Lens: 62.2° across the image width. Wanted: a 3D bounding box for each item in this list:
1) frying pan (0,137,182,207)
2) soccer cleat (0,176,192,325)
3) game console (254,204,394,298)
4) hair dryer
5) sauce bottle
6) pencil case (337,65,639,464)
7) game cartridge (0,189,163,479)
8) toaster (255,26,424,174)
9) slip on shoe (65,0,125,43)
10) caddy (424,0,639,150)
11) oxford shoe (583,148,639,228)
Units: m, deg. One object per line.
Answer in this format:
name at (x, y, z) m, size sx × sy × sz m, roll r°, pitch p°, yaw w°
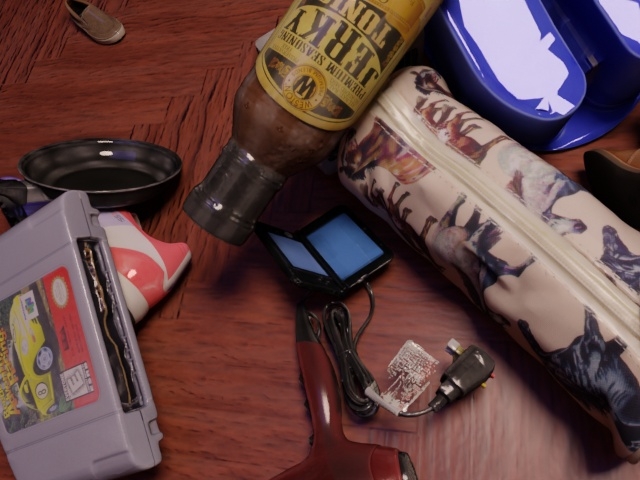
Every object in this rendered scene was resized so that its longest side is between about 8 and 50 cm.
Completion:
frying pan at (-0.300, -0.065, 0.637) m, size 0.197 × 0.053 × 0.326 m, roll 13°, pitch 29°, yaw 11°
soccer cleat at (-0.306, -0.011, 0.689) m, size 0.318 × 0.108 × 0.116 m, roll 29°, pitch 56°, yaw 27°
game console at (0.000, 0.000, 0.593) m, size 0.071 × 0.107 × 0.122 m, roll -58°, pitch 42°, yaw 15°
hair dryer at (0.013, 0.185, 0.530) m, size 0.224 × 0.080 × 0.293 m, roll 26°, pitch 68°, yaw 41°
sauce bottle at (-0.002, -0.149, 0.484) m, size 0.111 × 0.111 × 0.344 m, roll 39°, pitch 100°, yaw 27°
pencil case at (0.182, -0.005, 0.498) m, size 0.160 × 0.183 × 0.410 m, roll -39°, pitch 61°, yaw -5°
game cartridge at (-0.286, 0.118, 0.570) m, size 0.196 × 0.060 × 0.294 m, roll -26°, pitch 78°, yaw 28°
toaster at (0.025, -0.188, 0.640) m, size 0.168 × 0.185 × 0.110 m, roll -35°, pitch 64°, yaw -12°
slip on shoe at (-0.390, -0.381, 0.912) m, size 0.135 × 0.041 × 0.051 m, roll 38°, pitch 79°, yaw 27°
caddy at (0.231, -0.266, 0.582) m, size 0.241 × 0.179 × 0.341 m, roll -28°, pitch 88°, yaw 11°
oxford shoe at (0.315, -0.053, 0.493) m, size 0.076 × 0.212 × 0.076 m, roll -22°, pitch 105°, yaw 6°
